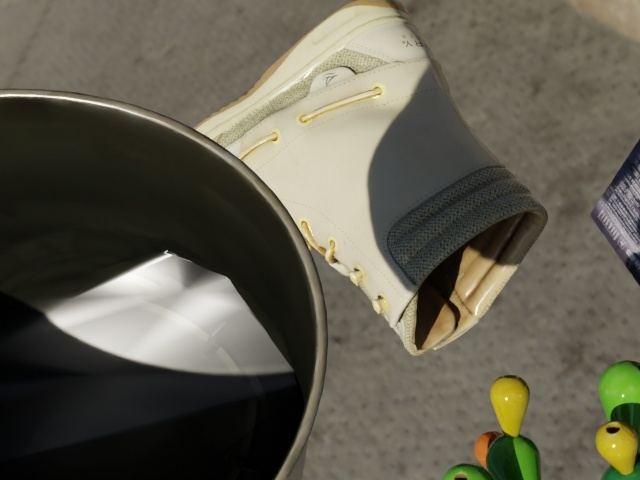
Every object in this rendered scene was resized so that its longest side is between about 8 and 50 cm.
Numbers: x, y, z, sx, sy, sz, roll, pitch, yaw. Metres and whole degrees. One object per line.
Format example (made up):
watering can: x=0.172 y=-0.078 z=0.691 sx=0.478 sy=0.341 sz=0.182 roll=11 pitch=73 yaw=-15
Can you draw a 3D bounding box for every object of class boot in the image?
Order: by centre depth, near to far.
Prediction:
boot: x=0.000 y=0.000 z=0.965 sx=0.262 sy=0.095 sz=0.203 roll=-41 pitch=59 yaw=15

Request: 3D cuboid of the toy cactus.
toy cactus: x=0.131 y=0.176 z=0.778 sx=0.219 sy=0.180 sz=0.112 roll=-57 pitch=2 yaw=-19

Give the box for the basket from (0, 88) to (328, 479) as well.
basket: x=-0.085 y=0.061 z=0.502 sx=0.204 sy=0.227 sz=0.154 roll=-15 pitch=76 yaw=4

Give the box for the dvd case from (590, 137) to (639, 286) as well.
dvd case: x=0.260 y=-0.026 z=0.947 sx=0.018 sy=0.221 sz=0.164 roll=-13 pitch=57 yaw=-29
